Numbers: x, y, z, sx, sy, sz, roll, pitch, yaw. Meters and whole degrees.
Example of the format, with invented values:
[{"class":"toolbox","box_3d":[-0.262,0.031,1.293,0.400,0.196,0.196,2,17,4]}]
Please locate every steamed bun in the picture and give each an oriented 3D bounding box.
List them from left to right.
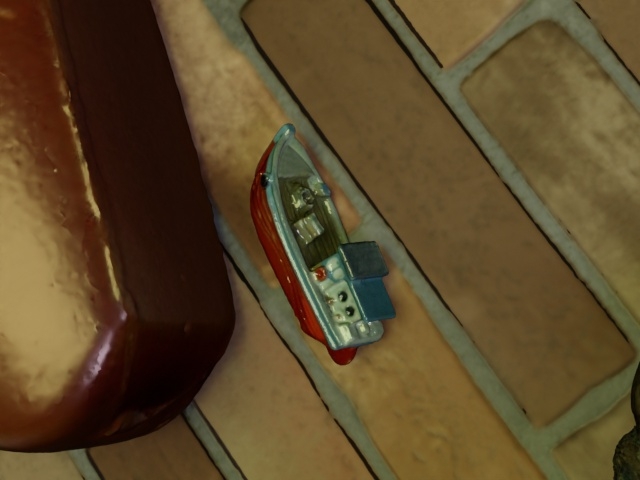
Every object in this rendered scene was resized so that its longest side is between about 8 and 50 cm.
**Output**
[{"class":"steamed bun","box_3d":[-0.233,-0.029,1.014,0.248,0.235,0.379,-19,79,17]}]

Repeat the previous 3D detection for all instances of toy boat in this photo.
[{"class":"toy boat","box_3d":[0.000,0.000,1.006,0.059,0.069,0.172,-32,74,32]}]

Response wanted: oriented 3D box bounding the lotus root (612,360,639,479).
[{"class":"lotus root","box_3d":[0.260,0.087,0.870,0.209,0.120,0.120,-47,71,11]}]
